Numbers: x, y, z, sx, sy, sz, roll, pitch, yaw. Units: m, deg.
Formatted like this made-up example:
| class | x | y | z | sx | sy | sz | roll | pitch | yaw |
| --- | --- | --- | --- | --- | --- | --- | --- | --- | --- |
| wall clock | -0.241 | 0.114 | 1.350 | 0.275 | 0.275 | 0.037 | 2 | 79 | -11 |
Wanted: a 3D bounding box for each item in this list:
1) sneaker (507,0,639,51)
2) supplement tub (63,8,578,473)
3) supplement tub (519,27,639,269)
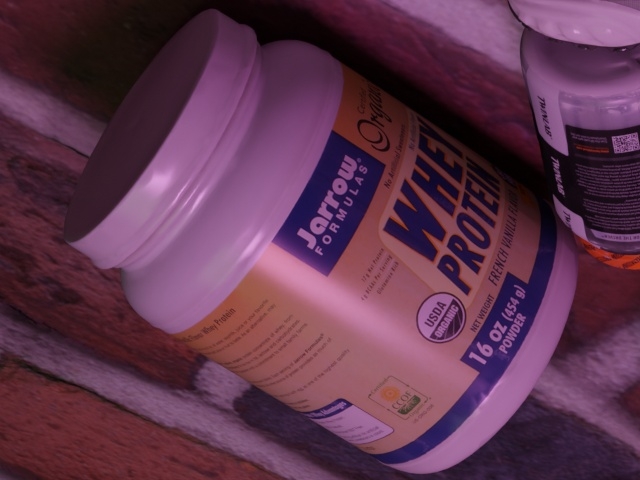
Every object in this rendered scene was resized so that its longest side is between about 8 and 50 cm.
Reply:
| class | x | y | z | sx | sy | sz | roll | pitch | yaw |
| --- | --- | --- | --- | --- | --- | --- | --- | --- | --- |
| sneaker | 0.236 | -0.168 | 1.170 | 0.271 | 0.100 | 0.108 | 7 | 139 | 19 |
| supplement tub | 0.000 | 0.000 | 1.410 | 0.316 | 0.228 | 0.228 | 32 | 145 | -18 |
| supplement tub | 0.200 | -0.073 | 1.303 | 0.117 | 0.117 | 0.190 | 6 | 143 | 21 |
